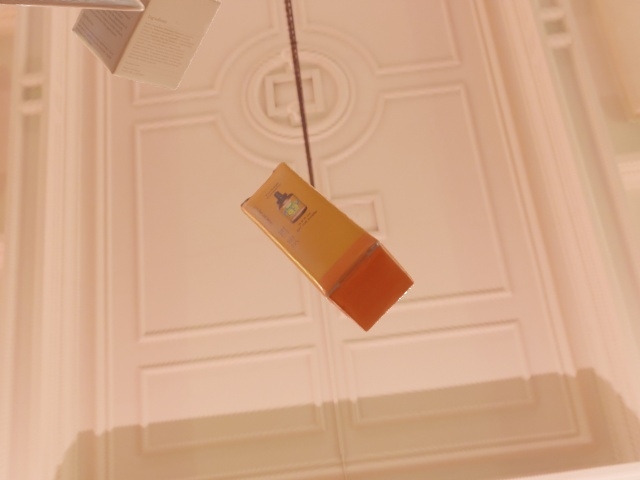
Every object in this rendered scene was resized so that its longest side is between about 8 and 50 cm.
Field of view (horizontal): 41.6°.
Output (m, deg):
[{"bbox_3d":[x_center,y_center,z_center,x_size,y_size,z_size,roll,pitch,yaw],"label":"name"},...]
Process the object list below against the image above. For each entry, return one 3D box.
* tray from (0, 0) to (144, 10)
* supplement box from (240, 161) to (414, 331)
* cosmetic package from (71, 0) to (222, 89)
[{"bbox_3d":[-0.230,-0.203,0.650,0.145,0.030,0.270,-4,-161,-21],"label":"tray"},{"bbox_3d":[0.000,0.000,0.911,0.078,0.080,0.233,-46,-141,0],"label":"supplement box"},{"bbox_3d":[-0.301,-0.386,1.456,0.151,0.151,0.184,46,-67,29],"label":"cosmetic package"}]
